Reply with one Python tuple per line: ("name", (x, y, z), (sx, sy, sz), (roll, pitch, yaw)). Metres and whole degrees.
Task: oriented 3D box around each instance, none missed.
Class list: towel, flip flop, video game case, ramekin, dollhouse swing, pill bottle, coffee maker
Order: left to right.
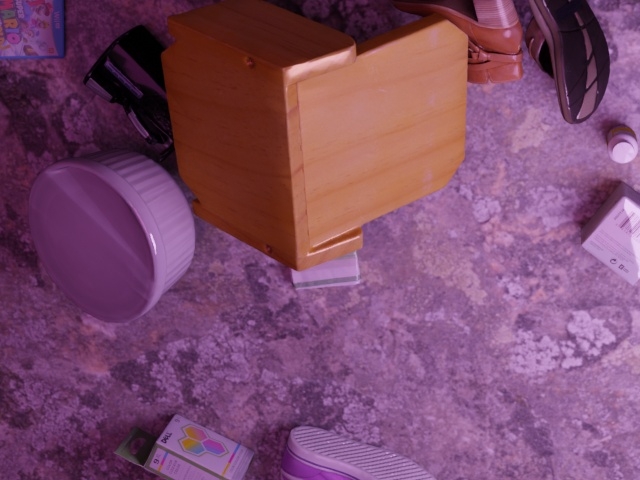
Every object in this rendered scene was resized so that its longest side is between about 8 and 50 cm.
("video game case", (-0.477, -0.337, 1.916), (0.166, 0.015, 0.119), (-3, 110, -18))
("ramekin", (-0.312, -0.018, 1.929), (0.273, 0.127, 0.272), (20, 125, 30))
("coffee maker", (-0.243, -0.239, 1.900), (0.171, 0.120, 0.178), (-44, 97, 3))
("dollhouse swing", (-0.002, -0.193, 1.812), (0.315, 0.305, 0.346), (28, 140, 33))
("towel", (0.000, 0.000, 1.972), (0.113, 0.023, 0.152), (-6, 105, 11))
("flip flop", (0.327, -0.299, 1.768), (0.080, 0.112, 0.277), (-8, 110, 54))
("pill bottle", (0.434, -0.136, 1.800), (0.043, 0.083, 0.043), (4, 109, 11))

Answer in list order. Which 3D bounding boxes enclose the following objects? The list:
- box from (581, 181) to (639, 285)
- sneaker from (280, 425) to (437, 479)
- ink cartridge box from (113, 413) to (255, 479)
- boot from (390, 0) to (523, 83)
("box", (0.450, -0.011, 1.836), (0.101, 0.087, 0.102), (38, 112, -2))
("sneaker", (0.066, 0.423, 2.061), (0.282, 0.102, 0.161), (21, 115, 16))
("ink cartridge box", (-0.224, 0.354, 2.086), (0.209, 0.109, 0.062), (26, 111, 3))
("boot", (0.198, -0.297, 1.806), (0.197, 0.073, 0.152), (13, 140, 34))
